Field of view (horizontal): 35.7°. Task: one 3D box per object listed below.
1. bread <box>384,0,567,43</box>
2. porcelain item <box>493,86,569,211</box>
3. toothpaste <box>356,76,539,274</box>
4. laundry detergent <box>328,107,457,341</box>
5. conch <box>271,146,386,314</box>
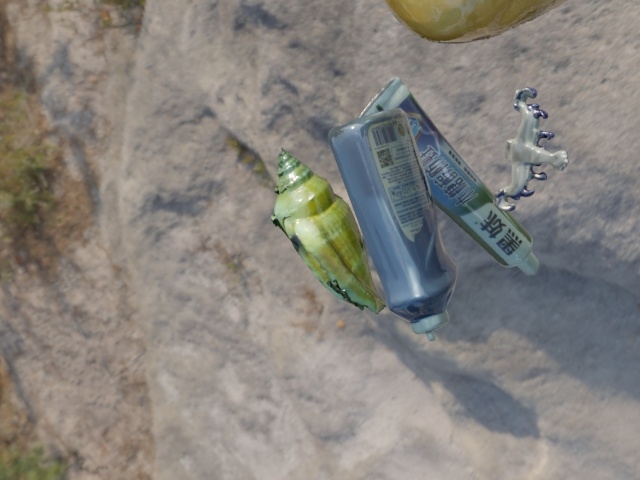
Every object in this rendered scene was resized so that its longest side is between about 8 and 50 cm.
[{"bbox_3d":[0.144,-0.211,0.696,0.147,0.217,0.098,34,153,58],"label":"bread"},{"bbox_3d":[0.232,-0.091,1.062,0.075,0.021,0.136,19,105,37],"label":"porcelain item"},{"bbox_3d":[0.197,-0.071,1.417,0.392,0.061,0.099,42,88,-29],"label":"toothpaste"},{"bbox_3d":[0.072,-0.011,0.880,0.061,0.096,0.206,-18,91,27],"label":"laundry detergent"},{"bbox_3d":[0.002,-0.004,1.049,0.079,0.095,0.201,-35,85,24],"label":"conch"}]
